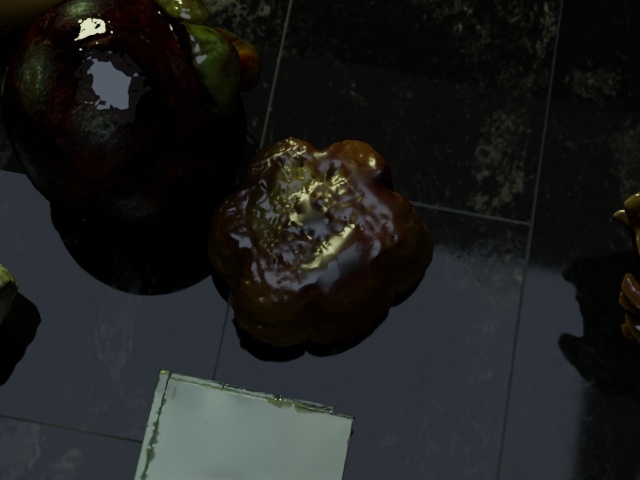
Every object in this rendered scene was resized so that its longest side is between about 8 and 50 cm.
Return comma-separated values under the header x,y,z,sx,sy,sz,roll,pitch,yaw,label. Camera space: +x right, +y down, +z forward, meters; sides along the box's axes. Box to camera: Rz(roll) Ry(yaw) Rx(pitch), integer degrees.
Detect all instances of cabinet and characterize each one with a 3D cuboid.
x,y,z,sx,sy,sz,roll,pitch,yaw,label
-0.079,0.235,1.316,0.206,0.145,0.150,12,73,1,cabinet

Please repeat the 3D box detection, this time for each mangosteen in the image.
x,y,z,sx,sy,sz,roll,pitch,yaw,label
-0.199,-0.146,1.352,0.287,0.288,0.288,1,73,-2,mangosteen

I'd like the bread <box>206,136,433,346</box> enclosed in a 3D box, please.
x,y,z,sx,sy,sz,roll,pitch,yaw,label
-0.012,-0.005,1.395,0.246,0.135,0.232,-35,74,-13,bread

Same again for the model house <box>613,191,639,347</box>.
x,y,z,sx,sy,sz,roll,pitch,yaw,label
0.436,0.070,1.369,0.219,0.199,0.229,-10,70,7,model house

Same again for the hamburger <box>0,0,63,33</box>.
x,y,z,sx,sy,sz,roll,pitch,yaw,label
-0.352,-0.344,1.422,0.274,0.274,0.212,-9,110,-5,hamburger

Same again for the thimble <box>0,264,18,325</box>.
x,y,z,sx,sy,sz,roll,pitch,yaw,label
-0.434,0.081,1.354,0.143,0.137,0.191,31,89,4,thimble
